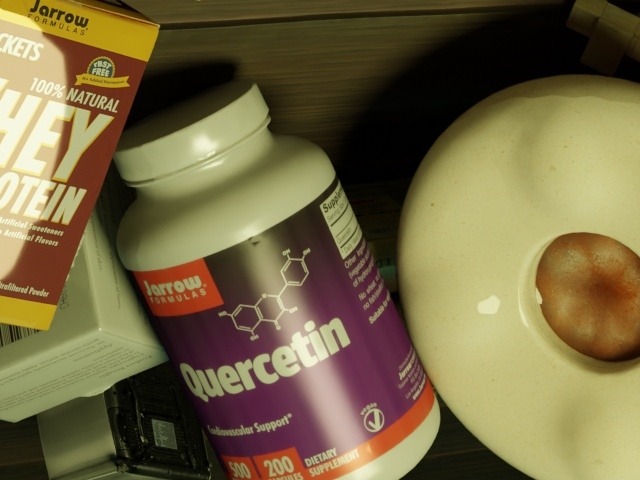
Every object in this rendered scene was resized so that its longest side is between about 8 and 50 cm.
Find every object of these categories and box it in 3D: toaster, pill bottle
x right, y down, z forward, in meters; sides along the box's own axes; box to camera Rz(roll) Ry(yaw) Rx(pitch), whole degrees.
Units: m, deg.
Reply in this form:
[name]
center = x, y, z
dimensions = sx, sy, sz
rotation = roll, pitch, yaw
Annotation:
[toaster]
center = -0.213, 0.186, 1.977
dimensions = 0.110, 0.168, 0.186
rotation = -22, 159, 24
[pill bottle]
center = -0.043, 0.045, 1.462
dimensions = 0.181, 0.323, 0.181
rotation = -23, -165, 7

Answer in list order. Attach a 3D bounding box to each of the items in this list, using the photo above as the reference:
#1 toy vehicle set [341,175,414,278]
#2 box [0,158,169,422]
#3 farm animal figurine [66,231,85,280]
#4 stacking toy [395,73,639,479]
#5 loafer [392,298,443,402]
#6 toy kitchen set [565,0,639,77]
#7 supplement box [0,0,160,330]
[toy vehicle set]
center = 0.040, -0.010, 1.662
dimensions = 0.267, 0.035, 0.166
rotation = -7, -160, -15
[box]
center = -0.230, 0.032, 1.532
dimensions = 0.181, 0.182, 0.119
rotation = -23, 156, 23
[farm animal figurine]
center = -0.365, 0.002, 1.325
dimensions = 0.327, 0.330, 0.172
rotation = -42, 157, -5
[stacking toy]
center = 0.312, -0.022, 1.580
dimensions = 0.350, 0.350, 0.480
rotation = -29, -178, 37
[loafer]
center = 0.124, 0.117, 2.058
dimensions = 0.130, 0.134, 0.366
rotation = 7, 152, -44
[toy kitchen set]
center = 0.246, -0.178, 1.491
dimensions = 0.083, 0.075, 0.068
rotation = 27, 155, 6
[supplement box]
center = -0.220, -0.080, 1.084
dimensions = 0.129, 0.194, 0.191
rotation = 13, 104, -37
